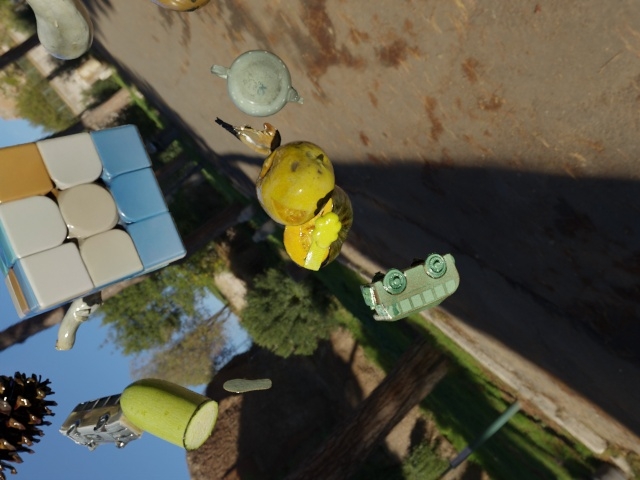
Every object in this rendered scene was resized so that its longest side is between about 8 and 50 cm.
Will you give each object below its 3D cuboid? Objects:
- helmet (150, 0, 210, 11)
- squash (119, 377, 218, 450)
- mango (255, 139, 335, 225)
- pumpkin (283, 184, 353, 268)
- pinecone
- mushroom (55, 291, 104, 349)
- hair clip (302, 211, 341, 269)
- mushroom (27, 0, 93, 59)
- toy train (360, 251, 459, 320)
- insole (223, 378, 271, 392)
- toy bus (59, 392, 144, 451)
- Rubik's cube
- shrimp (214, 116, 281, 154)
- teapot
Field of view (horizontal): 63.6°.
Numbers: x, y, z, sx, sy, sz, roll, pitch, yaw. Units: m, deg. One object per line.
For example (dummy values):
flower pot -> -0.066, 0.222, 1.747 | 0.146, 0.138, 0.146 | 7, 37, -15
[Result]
helmet -> -0.308, -0.539, 1.046 | 0.198, 0.130, 0.224 | 32, -154, 36
squash -> -0.390, 0.414, 1.279 | 0.246, 0.133, 0.132 | 15, 160, 21
mango -> -0.087, -0.171, 1.542 | 0.182, 0.253, 0.365 | 26, 175, -23
pumpkin -> -0.013, -0.076, 1.837 | 0.241, 0.325, 0.232 | 16, -160, 21
pinecone -> -0.798, 0.451, 1.278 | 0.246, 0.292, 0.246 | 25, 145, 20
mushroom -> -0.919, 0.291, 1.957 | 0.099, 0.278, 0.096 | 29, 172, 20
hair clip -> 0.000, 0.000, 1.333 | 0.072, 0.173, 0.046 | 14, -146, -21
mushroom -> -0.528, -0.458, 1.027 | 0.117, 0.103, 0.270 | 8, 167, -8
toy train -> 0.287, 0.139, 1.593 | 0.129, 0.326, 0.160 | -20, 89, 69
insole -> -0.284, 0.562, 2.010 | 0.064, 0.188, 0.004 | -102, 14, -48
toy bus -> -0.622, 0.525, 1.498 | 0.097, 0.342, 0.138 | 51, -143, -24
Rubik's cube -> -0.585, -0.039, 1.238 | 0.346, 0.346, 0.345 | -19, 94, 54
shrimp -> -0.271, -0.419, 1.961 | 0.262, 0.117, 0.066 | 30, 169, -22
teapot -> -0.183, -0.467, 1.541 | 0.294, 0.193, 0.129 | 15, -173, -11
